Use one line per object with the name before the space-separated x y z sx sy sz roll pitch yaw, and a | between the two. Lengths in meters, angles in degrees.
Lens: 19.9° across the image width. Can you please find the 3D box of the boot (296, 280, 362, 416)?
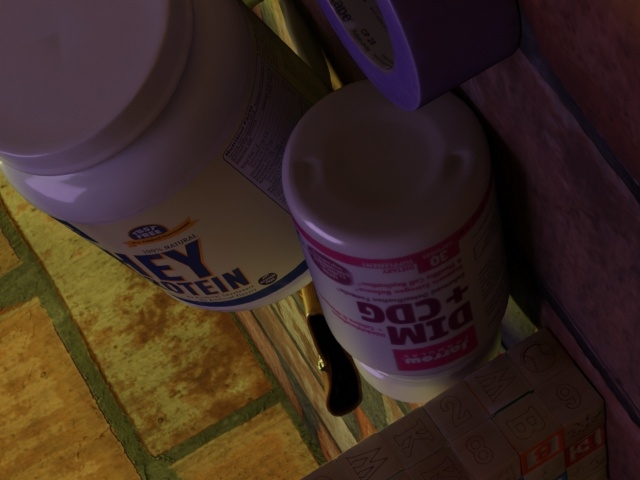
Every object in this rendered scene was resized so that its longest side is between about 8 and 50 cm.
boot | -0.026 -0.002 1.832 0.280 0.096 0.264 -95 -5 -54

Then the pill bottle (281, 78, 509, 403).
pill bottle | 0.070 0.010 1.471 0.160 0.160 0.283 54 171 32

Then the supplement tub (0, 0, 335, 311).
supplement tub | -0.127 -0.096 1.508 0.235 0.235 0.325 54 -171 34

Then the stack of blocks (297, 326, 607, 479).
stack of blocks | 0.098 0.219 1.547 0.087 0.297 0.171 54 169 31

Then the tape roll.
tape roll | 0.048 -0.186 1.208 0.189 0.080 0.189 57 171 14

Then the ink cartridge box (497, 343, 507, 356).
ink cartridge box | 0.105 0.078 1.840 0.311 0.065 0.186 57 171 31

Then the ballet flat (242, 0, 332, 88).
ballet flat | -0.096 -0.221 1.764 0.409 0.147 0.147 52 170 9
